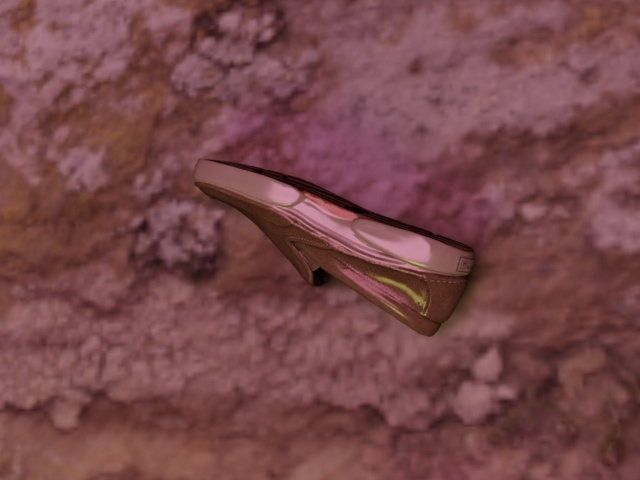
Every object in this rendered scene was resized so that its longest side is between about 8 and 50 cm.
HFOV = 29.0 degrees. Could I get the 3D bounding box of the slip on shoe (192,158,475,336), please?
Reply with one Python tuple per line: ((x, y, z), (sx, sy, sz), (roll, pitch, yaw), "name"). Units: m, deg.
((0.000, 0.000, 0.541), (0.135, 0.051, 0.041), (21, 98, 16), "slip on shoe")
